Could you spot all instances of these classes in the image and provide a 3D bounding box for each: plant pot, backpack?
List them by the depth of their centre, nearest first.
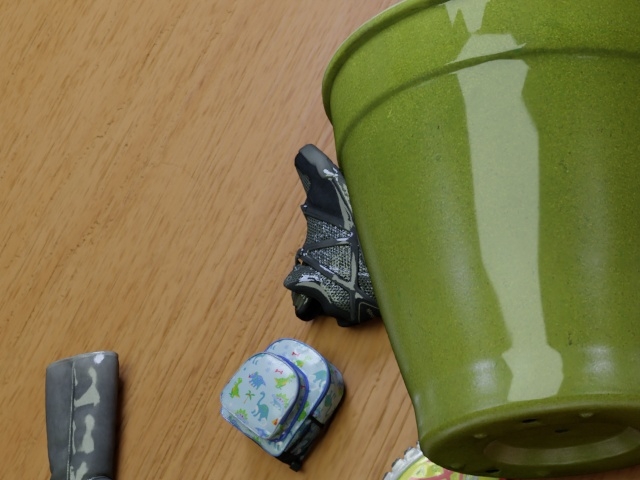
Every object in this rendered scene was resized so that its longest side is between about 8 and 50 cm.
[{"bbox_3d":[0.190,0.012,1.192,0.367,0.366,0.353,-13,64,24],"label":"plant pot"},{"bbox_3d":[-0.038,0.160,1.417,0.105,0.084,0.114,34,83,34],"label":"backpack"}]

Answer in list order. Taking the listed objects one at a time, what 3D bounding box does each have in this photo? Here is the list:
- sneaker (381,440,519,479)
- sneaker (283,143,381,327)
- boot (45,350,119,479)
[{"bbox_3d":[0.139,0.223,1.289,0.208,0.081,0.094,-43,56,5],"label":"sneaker"},{"bbox_3d":[0.000,0.000,1.469,0.130,0.087,0.227,-32,61,5],"label":"sneaker"},{"bbox_3d":[-0.239,0.225,1.516,0.190,0.076,0.208,-8,57,24],"label":"boot"}]
